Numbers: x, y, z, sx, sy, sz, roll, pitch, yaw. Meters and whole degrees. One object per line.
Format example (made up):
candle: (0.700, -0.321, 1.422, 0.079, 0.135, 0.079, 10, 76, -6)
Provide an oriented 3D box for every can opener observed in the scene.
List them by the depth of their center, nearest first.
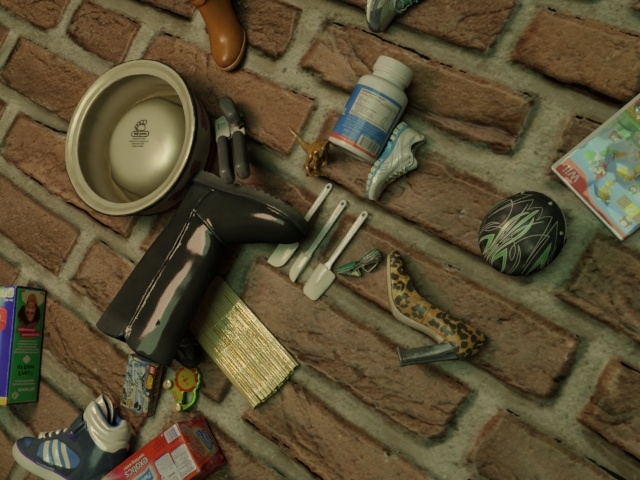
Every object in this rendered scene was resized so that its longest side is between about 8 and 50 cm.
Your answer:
can opener: (-0.222, -0.250, 1.547, 0.076, 0.095, 0.283, -18, 40, 3)

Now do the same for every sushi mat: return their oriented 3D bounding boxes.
sushi mat: (-0.201, 0.239, 1.539, 0.151, 0.019, 0.316, -46, 67, 0)

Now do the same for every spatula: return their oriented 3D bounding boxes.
spatula: (0.000, 0.000, 1.505, 0.168, 0.019, 0.242, 39, 96, 29)

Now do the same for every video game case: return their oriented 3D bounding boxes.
video game case: (0.631, -0.164, 1.254, 0.285, 0.025, 0.204, -41, 68, 12)

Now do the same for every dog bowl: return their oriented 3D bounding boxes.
dog bowl: (-0.453, -0.248, 1.669, 0.407, 0.150, 0.408, -4, 79, 23)

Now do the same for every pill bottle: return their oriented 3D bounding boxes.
pill bottle: (0.119, -0.292, 1.443, 0.124, 0.124, 0.222, 29, 92, 25)

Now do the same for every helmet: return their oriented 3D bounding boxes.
helmet: (0.392, -0.012, 1.255, 0.169, 0.161, 0.170, -4, 79, 23)

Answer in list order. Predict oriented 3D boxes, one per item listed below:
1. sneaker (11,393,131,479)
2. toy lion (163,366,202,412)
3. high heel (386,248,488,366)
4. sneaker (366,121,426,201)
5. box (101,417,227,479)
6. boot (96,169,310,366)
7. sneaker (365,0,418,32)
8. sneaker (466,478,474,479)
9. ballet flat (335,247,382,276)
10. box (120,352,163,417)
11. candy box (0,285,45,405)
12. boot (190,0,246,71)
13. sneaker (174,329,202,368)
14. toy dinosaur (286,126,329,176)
sneaker: (-0.616, 0.492, 1.636, 0.322, 0.130, 0.236, 16, 78, 29)
toy lion: (-0.330, 0.358, 1.578, 0.096, 0.034, 0.100, -30, 71, 8)
high heel: (0.238, 0.129, 1.357, 0.186, 0.093, 0.261, -9, 68, 4)
sneaker: (0.170, -0.166, 1.431, 0.083, 0.071, 0.191, 30, 94, 19)
box: (-0.366, 0.541, 1.509, 0.257, 0.122, 0.128, -39, 68, 13)
boot: (-0.268, 0.084, 1.478, 0.367, 0.146, 0.445, 20, 72, 37)
sneaker: (0.207, -0.594, 1.467, 0.122, 0.110, 0.283, 34, 95, 21)
sneaker: (0.347, 0.563, 1.222, 0.234, 0.078, 0.106, 38, 94, 22)
ballet flat: (0.089, 0.059, 1.444, 0.114, 0.041, 0.041, -28, 71, 18)
box: (-0.448, 0.362, 1.614, 0.093, 0.027, 0.137, 17, 100, 25)
candy box: (-0.912, 0.291, 1.789, 0.268, 0.122, 0.317, -4, 80, 22)
boot: (-0.279, -0.588, 1.612, 0.109, 0.220, 0.284, -2, 80, 23)
sneaker: (-0.387, 0.258, 1.597, 0.132, 0.086, 0.229, -49, 56, 14)
toy dinosaur: (-0.015, -0.208, 1.513, 0.211, 0.064, 0.112, -158, 68, -62)
